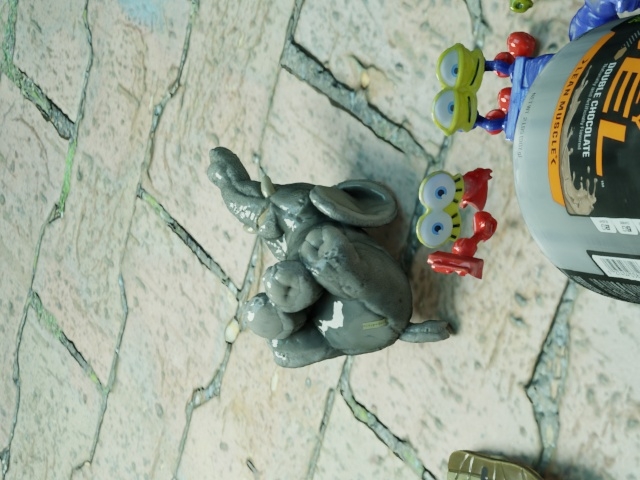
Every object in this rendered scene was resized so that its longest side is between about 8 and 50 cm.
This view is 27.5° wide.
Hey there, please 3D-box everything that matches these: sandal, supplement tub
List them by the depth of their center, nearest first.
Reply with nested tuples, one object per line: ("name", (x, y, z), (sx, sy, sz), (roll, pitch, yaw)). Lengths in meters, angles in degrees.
("supplement tub", (0.273, -0.051, 0.797), (0.338, 0.207, 0.207), (-173, 84, -73))
("sandal", (0.169, 0.227, 1.162), (0.180, 0.049, 0.072), (-167, 85, -67))

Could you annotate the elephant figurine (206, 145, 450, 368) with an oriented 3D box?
("elephant figurine", (0.000, 0.000, 1.309), (0.169, 0.186, 0.239), (-27, 34, 14))

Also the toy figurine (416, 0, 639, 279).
("toy figurine", (0.226, -0.135, 1.048), (0.217, 0.191, 0.363), (11, 98, 23))
